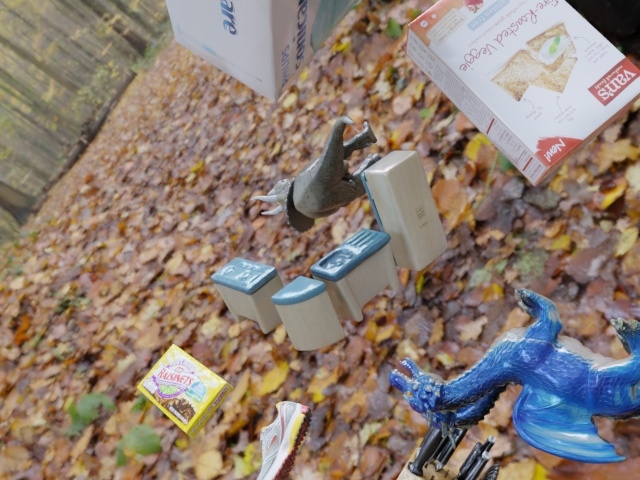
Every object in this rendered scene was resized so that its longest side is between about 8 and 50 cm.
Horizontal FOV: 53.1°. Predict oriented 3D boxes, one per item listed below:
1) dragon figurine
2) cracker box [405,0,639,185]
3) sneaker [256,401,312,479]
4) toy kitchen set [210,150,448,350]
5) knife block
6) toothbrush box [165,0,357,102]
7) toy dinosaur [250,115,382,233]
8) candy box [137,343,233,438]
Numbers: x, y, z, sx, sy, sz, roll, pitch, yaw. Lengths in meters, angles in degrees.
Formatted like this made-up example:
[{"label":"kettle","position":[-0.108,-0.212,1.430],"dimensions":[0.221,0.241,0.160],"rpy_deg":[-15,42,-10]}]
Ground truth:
[{"label":"dragon figurine","position":[0.204,0.131,0.514],"dimensions":[0.289,0.085,0.144],"rpy_deg":[18,80,24]},{"label":"cracker box","position":[0.232,-0.201,0.740],"dimensions":[0.155,0.232,0.067],"rpy_deg":[-39,-12,-6]},{"label":"sneaker","position":[-0.101,0.478,1.470],"dimensions":[0.092,0.088,0.225],"rpy_deg":[17,65,20]},{"label":"toy kitchen set","position":[0.000,0.000,0.700],"dimensions":[0.207,0.122,0.166],"rpy_deg":[-36,27,-29]},{"label":"knife block","position":[0.146,0.384,0.990],"dimensions":[0.275,0.242,0.088],"rpy_deg":[-16,-2,24]},{"label":"toothbrush box","position":[-0.007,-0.306,0.557],"dimensions":[0.296,0.126,0.216],"rpy_deg":[-55,-8,-16]},{"label":"toy dinosaur","position":[0.013,-0.083,0.933],"dimensions":[0.160,0.121,0.313],"rpy_deg":[-42,6,-13]},{"label":"candy box","position":[-0.244,0.261,1.135],"dimensions":[0.105,0.027,0.205],"rpy_deg":[-49,36,-19]}]
